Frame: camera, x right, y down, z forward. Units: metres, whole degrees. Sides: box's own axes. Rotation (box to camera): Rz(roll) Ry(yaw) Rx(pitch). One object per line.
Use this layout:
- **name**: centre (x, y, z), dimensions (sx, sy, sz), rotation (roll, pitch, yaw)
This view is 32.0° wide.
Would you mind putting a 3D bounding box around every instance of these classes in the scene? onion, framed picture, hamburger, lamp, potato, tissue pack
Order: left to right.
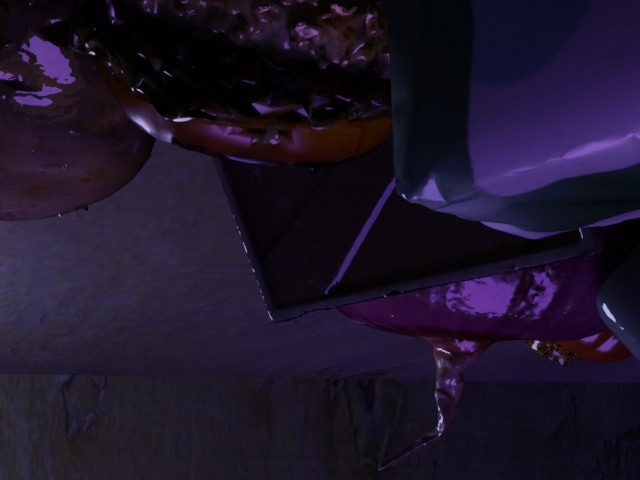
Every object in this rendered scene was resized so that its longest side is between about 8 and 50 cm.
- **potato**: centre (-0.215, -0.120, 0.870), dimensions (0.191, 0.141, 0.296), rotation (-5, 159, -19)
- **hamburger**: centre (-0.033, -0.139, 0.689), dimensions (0.243, 0.139, 0.261), rotation (-10, -145, -41)
- **framed picture**: centre (0.043, -0.073, 0.912), dimensions (0.335, 0.247, 0.022), rotation (-16, -174, 40)
- **onion**: centre (0.159, 0.007, 1.095), dimensions (0.358, 0.345, 0.358), rotation (-19, -174, 2)
- **lamp**: centre (0.366, 0.079, 1.577), dimensions (0.223, 0.196, 0.223), rotation (30, -174, -3)
- **tissue pack**: centre (0.210, -0.160, 0.539), dimensions (0.356, 0.266, 0.194), rotation (-14, 161, 35)

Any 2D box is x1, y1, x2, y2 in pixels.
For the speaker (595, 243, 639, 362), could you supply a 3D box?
- **speaker**: centre (0.426, -0.015, 0.895), dimensions (0.406, 0.184, 0.183), rotation (-48, 150, 11)
